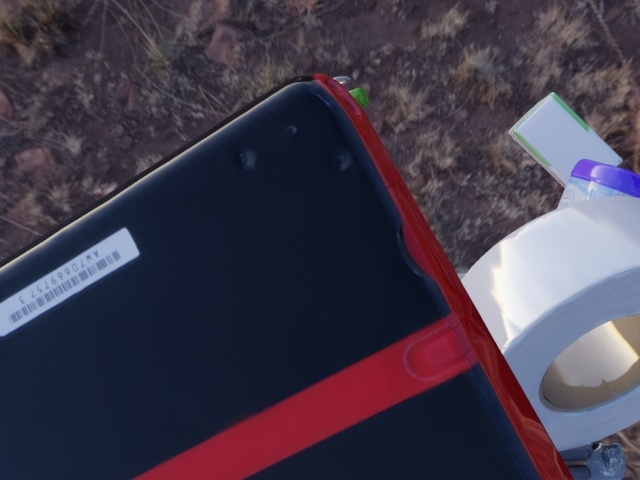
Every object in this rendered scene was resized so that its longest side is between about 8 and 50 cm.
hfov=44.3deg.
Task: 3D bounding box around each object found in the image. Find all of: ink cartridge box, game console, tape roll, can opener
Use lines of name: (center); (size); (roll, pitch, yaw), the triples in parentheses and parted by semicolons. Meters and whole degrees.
ink cartridge box: (0.518, -0.206, 1.697); (0.198, 0.273, 0.115); (45, 103, 3)
game console: (-0.072, 0.143, 0.462); (0.386, 0.060, 0.342); (-30, 88, 14)
tape roll: (0.270, 0.092, 0.804); (0.286, 0.286, 0.100); (-24, 44, 1)
can opener: (0.493, 0.442, 1.574); (0.283, 0.095, 0.076); (7, 80, -25)

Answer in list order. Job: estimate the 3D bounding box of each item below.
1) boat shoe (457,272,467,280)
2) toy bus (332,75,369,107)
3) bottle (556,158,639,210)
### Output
boat shoe: (0.205, 0.108, 1.172); (0.304, 0.109, 0.091); (2, 110, -25)
toy bus: (-0.018, -0.154, 1.170); (0.190, 0.202, 0.105); (-17, 90, 13)
bottle: (0.411, 0.017, 1.250); (0.092, 0.118, 0.283); (16, 99, -30)
